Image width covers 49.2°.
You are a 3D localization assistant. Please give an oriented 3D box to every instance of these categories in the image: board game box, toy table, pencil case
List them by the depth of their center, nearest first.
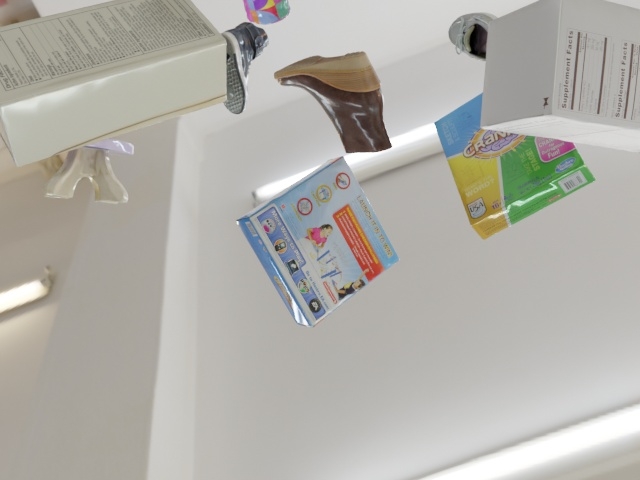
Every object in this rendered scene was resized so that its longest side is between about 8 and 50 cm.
[{"bbox_3d":[-0.135,-0.544,1.378,0.104,0.236,0.104,-12,-139,11],"label":"pencil case"},{"bbox_3d":[0.383,-0.187,1.433,0.242,0.064,0.316,-31,-135,22],"label":"board game box"},{"bbox_3d":[0.000,0.000,1.715,0.302,0.308,0.086,-35,-167,-26],"label":"board game box"},{"bbox_3d":[-0.595,-0.182,1.793,0.252,0.160,0.274,5,180,32],"label":"toy table"}]

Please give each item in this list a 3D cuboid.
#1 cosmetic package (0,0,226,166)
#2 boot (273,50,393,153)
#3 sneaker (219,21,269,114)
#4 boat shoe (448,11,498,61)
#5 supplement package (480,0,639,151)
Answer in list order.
[{"bbox_3d":[-0.300,-0.233,0.962,0.309,0.113,0.160,-23,-124,-24],"label":"cosmetic package"},{"bbox_3d":[0.023,-0.273,1.439,0.248,0.206,0.090,5,-148,39],"label":"boot"},{"bbox_3d":[-0.197,-0.460,1.841,0.086,0.226,0.163,17,-139,21],"label":"sneaker"},{"bbox_3d":[0.443,-0.545,1.906,0.103,0.118,0.320,-12,-145,-23],"label":"boat shoe"},{"bbox_3d":[0.331,-0.188,0.823,0.244,0.133,0.139,4,-179,-22],"label":"supplement package"}]
